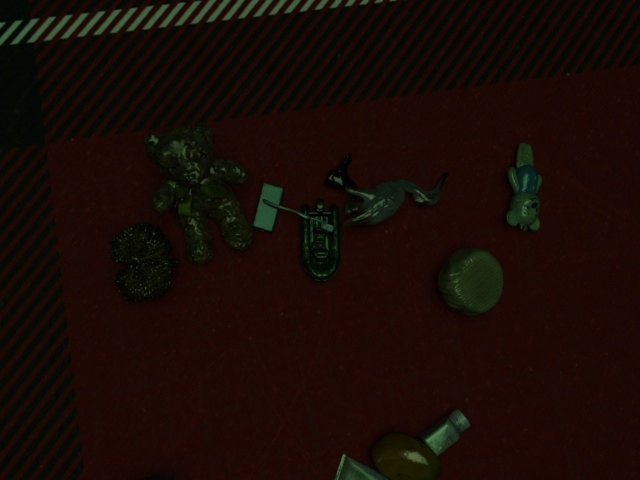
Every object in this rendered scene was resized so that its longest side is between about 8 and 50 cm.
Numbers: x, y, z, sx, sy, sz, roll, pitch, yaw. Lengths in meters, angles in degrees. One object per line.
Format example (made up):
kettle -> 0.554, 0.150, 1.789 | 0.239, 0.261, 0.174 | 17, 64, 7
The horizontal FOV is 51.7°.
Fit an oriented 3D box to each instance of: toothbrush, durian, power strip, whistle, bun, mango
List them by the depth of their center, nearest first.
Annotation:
durian -> -0.420, 0.053, 1.538 | 0.167, 0.196, 0.196 | -28, 85, -4
mango -> 0.198, 0.511, 1.556 | 0.165, 0.089, 0.115 | -6, 96, 29
toothbrush -> -0.056, -0.064, 1.637 | 0.193, 0.013, 0.019 | 23, 89, 6
bun -> 0.362, 0.102, 1.645 | 0.173, 0.113, 0.167 | 3, 85, -29
power strip -> -0.133, -0.080, 1.666 | 0.056, 0.032, 0.123 | 15, 80, -3
whistle -> 0.534, -0.141, 1.722 | 0.114, 0.077, 0.236 | 11, 76, -23

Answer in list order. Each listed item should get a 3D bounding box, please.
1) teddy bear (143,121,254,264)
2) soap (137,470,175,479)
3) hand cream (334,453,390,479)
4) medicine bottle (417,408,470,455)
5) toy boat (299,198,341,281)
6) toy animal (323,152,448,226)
teddy bear -> -0.279, -0.111, 1.556 | 0.246, 0.222, 0.296 | -19, 81, -2
soap -> -0.377, 0.628, 1.447 | 0.138, 0.199, 0.182 | -11, 83, -10
hand cream -> 0.124, 0.579, 1.586 | 0.174, 0.047, 0.076 | 18, 80, 6
medicine bottle -> 0.301, 0.464, 1.601 | 0.118, 0.074, 0.055 | -35, 85, -11
toy boat -> 0.000, 0.000, 1.656 | 0.104, 0.052, 0.210 | 1, 77, -8
toy animal -> 0.170, -0.113, 1.672 | 0.324, 0.090, 0.195 | 8, 71, -6
